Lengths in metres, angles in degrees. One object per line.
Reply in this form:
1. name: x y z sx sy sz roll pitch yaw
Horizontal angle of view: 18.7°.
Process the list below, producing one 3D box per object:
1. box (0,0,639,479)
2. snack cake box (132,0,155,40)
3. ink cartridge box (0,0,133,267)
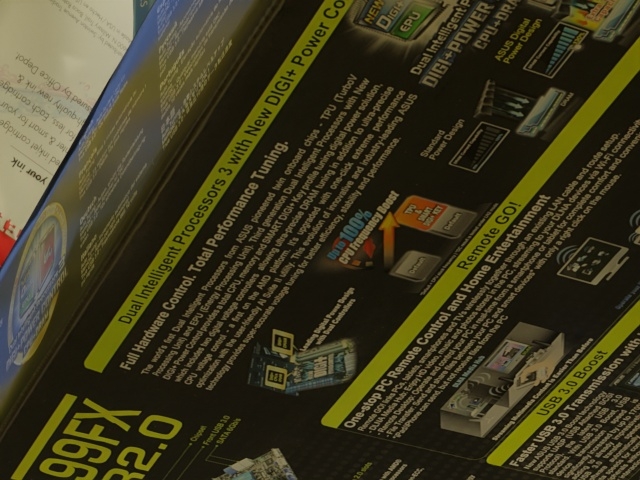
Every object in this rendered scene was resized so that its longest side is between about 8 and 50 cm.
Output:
1. box: 0.044 0.008 0.498 0.216 0.270 0.060 15 -135 -22
2. snack cake box: 0.000 0.000 0.791 0.089 0.152 0.264 7 -100 -39
3. ink cartridge box: -0.139 -0.047 0.880 0.134 0.078 0.231 38 -112 -41
